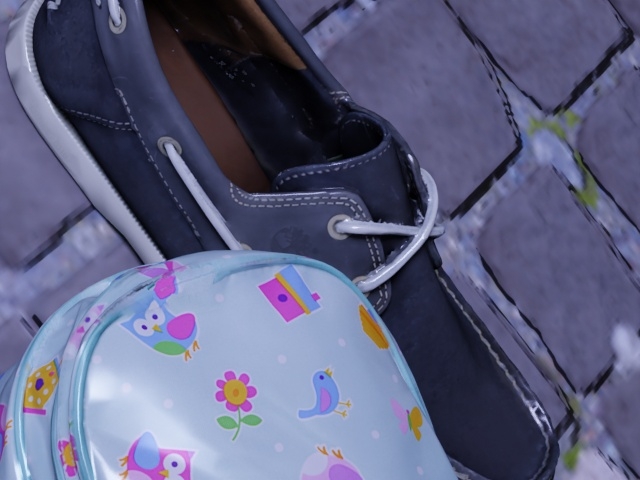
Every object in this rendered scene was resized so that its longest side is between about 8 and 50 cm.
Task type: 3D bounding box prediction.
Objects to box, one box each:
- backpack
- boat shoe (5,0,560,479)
[{"bbox_3d":[-0.020,0.095,0.520,0.152,0.115,0.182,-13,74,-40],"label":"backpack"},{"bbox_3d":[0.000,0.000,0.613,0.233,0.079,0.084,50,45,-9],"label":"boat shoe"}]
